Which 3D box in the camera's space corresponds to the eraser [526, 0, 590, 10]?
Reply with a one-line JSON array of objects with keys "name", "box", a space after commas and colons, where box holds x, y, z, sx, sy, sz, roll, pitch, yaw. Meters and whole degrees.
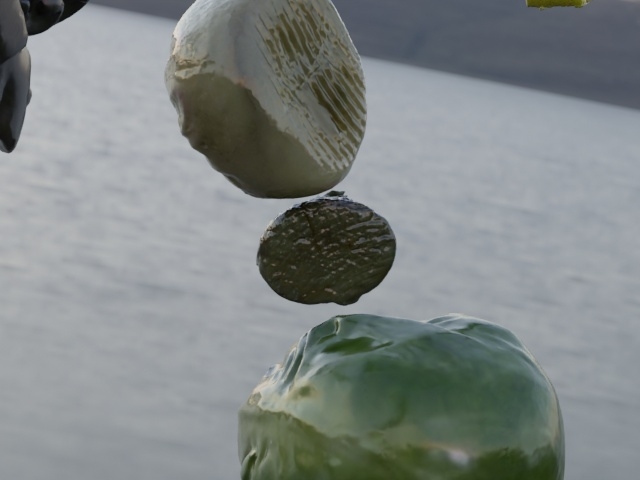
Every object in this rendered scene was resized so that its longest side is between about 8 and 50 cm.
[{"name": "eraser", "box": [0.236, -0.343, 1.714, 0.069, 0.226, 0.158, 3, 24, 42]}]

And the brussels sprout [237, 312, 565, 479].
[{"name": "brussels sprout", "box": [0.058, 0.150, 1.301, 0.244, 0.244, 0.244, 11, 7, -1]}]

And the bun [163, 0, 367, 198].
[{"name": "bun", "box": [-0.050, -0.128, 1.554, 0.128, 0.193, 0.178, -14, 27, 40]}]

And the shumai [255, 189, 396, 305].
[{"name": "shumai", "box": [0.000, -0.001, 1.626, 0.124, 0.099, 0.087, 2, 19, -12]}]

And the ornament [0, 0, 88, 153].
[{"name": "ornament", "box": [-0.124, -0.198, 0.738, 0.106, 0.260, 0.251, 25, -16, 19]}]
